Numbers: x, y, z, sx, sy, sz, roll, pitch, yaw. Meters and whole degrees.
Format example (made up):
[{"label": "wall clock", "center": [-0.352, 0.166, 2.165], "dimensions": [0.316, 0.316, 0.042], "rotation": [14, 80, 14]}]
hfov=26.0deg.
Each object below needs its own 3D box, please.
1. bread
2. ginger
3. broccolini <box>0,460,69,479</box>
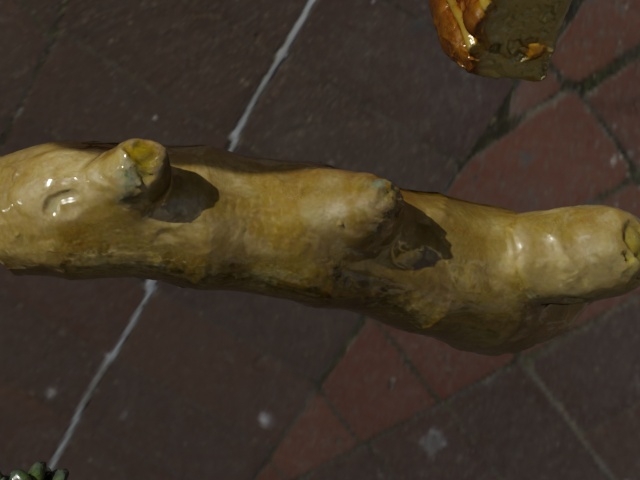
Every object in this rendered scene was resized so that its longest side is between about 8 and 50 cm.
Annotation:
[{"label": "bread", "center": [0.171, -0.307, 1.394], "dimensions": [0.114, 0.275, 0.185], "rotation": [-1, 140, -11]}, {"label": "ginger", "center": [0.000, 0.003, 0.590], "dimensions": [0.298, 0.065, 0.118], "rotation": [7, 152, -24]}, {"label": "broccolini", "center": [-0.018, 0.136, 0.267], "dimensions": [0.216, 0.058, 0.067], "rotation": [51, 143, 23]}]
